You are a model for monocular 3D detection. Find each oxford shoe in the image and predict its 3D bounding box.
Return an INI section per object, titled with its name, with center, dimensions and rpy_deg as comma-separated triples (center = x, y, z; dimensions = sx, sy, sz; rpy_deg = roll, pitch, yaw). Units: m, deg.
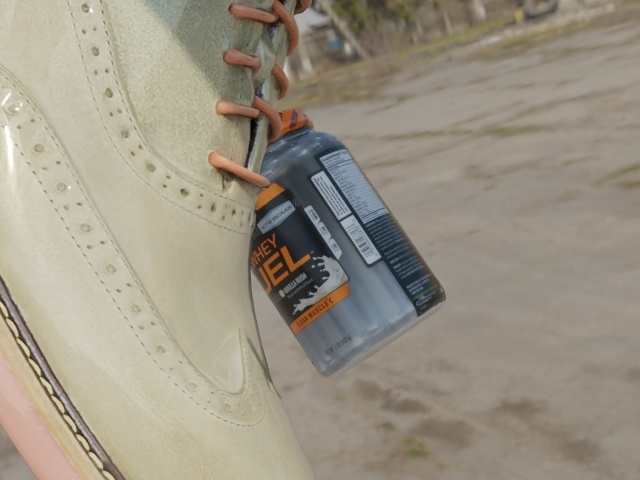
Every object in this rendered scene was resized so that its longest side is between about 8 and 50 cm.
[oxford shoe]
center = -0.064, -0.053, 0.395
dimensions = 0.147, 0.397, 0.140
rpy_deg = -23, -7, 3

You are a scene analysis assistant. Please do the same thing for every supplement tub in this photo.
[supplement tub]
center = 0.000, 0.000, 0.871
dimensions = 0.117, 0.190, 0.117
rpy_deg = -34, -8, -5
